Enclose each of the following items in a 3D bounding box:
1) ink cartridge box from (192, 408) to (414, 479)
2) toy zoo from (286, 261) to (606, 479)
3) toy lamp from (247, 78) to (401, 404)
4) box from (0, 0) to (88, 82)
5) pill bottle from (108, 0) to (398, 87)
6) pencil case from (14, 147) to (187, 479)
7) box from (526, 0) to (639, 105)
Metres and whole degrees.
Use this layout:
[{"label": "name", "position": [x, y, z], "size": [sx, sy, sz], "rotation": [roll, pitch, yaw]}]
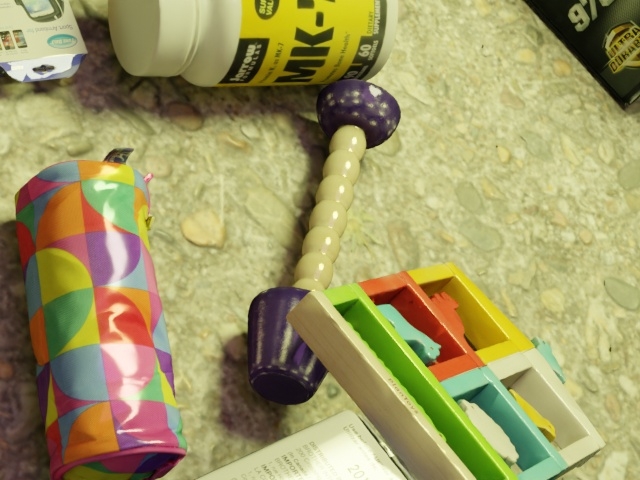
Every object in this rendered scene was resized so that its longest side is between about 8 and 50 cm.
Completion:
[{"label": "ink cartridge box", "position": [-0.021, 0.283, 1.020], "size": [0.395, 0.151, 0.270], "rotation": [-22, 61, -34]}, {"label": "toy zoo", "position": [0.109, 0.103, 1.225], "size": [0.192, 0.030, 0.293], "rotation": [50, 23, 14]}, {"label": "toy lamp", "position": [0.000, 0.000, 1.271], "size": [0.080, 0.080, 0.274], "rotation": [26, 52, -14]}, {"label": "box", "position": [-0.234, -0.177, 1.272], "size": [0.081, 0.028, 0.136], "rotation": [-10, 72, -33]}, {"label": "pill bottle", "position": [-0.054, -0.181, 1.313], "size": [0.209, 0.119, 0.119], "rotation": [-5, 66, -30]}, {"label": "pencil case", "position": [-0.149, 0.055, 1.145], "size": [0.104, 0.104, 0.236], "rotation": [4, 64, -27]}, {"label": "box", "position": [0.288, -0.247, 1.472], "size": [0.175, 0.220, 0.051], "rotation": [48, 49, 3]}]
